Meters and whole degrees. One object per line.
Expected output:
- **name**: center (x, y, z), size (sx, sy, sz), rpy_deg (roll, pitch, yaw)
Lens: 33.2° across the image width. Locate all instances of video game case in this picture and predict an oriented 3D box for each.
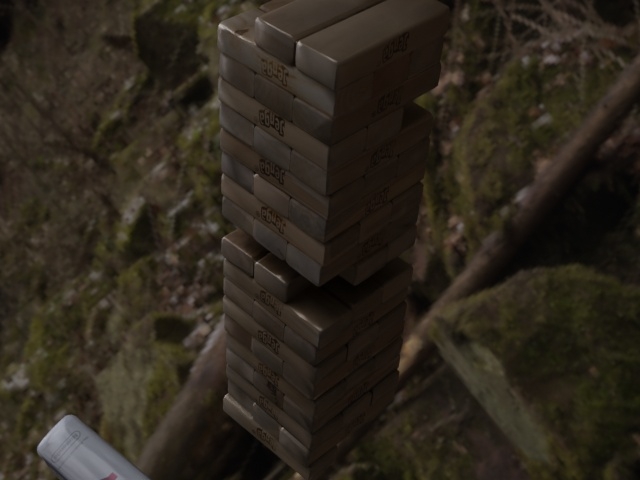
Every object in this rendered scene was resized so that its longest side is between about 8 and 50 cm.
- **video game case**: center (-0.028, 0.167, 0.466), size (0.023, 0.183, 0.201), rpy_deg (-48, -21, -20)

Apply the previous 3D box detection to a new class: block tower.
- **block tower**: center (0.000, 0.000, 0.667), size (0.097, 0.091, 0.335), rpy_deg (-31, -37, -34)
